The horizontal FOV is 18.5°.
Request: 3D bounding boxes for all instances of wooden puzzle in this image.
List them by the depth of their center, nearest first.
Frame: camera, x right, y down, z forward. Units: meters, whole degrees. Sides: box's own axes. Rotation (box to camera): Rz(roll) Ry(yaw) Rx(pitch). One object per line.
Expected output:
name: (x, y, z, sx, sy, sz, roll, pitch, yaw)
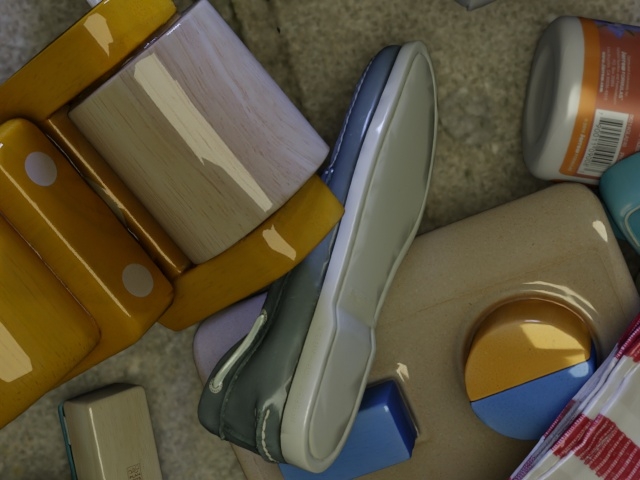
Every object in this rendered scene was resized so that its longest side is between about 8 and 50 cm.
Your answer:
wooden puzzle: (0.106, 0.171, 1.412, 0.322, 0.080, 0.348, -21, 98, 15)

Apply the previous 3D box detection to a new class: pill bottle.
pill bottle: (0.263, -0.088, 1.415, 0.216, 0.121, 0.121, 9, 97, -7)

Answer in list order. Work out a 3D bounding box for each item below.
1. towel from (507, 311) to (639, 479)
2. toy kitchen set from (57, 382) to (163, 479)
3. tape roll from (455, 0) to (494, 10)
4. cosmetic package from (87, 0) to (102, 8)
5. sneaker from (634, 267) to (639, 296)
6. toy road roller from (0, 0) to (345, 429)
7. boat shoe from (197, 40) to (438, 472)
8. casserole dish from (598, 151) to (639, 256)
towel: (0.263, 0.178, 1.350, 0.237, 0.037, 0.329, 39, 88, -16)
toy kitchen set: (-0.246, 0.186, 1.431, 0.207, 0.166, 0.122, -17, 102, -40)
tape roll: (0.128, -0.298, 1.311, 0.169, 0.246, 0.246, -22, 99, -3)
cosmetic package: (-0.078, -0.248, 1.362, 0.231, 0.117, 0.085, -33, 101, -2)
sneaker: (0.294, 0.046, 1.444, 0.252, 0.103, 0.111, -35, 101, -1)
toy road roller: (-0.171, 0.002, 1.278, 0.202, 0.329, 0.240, 50, 49, -10)
boat shoe: (0.000, 0.000, 1.363, 0.099, 0.116, 0.319, 9, 72, 25)
casserole dish: (0.283, -0.030, 1.359, 0.188, 0.037, 0.114, -22, 134, 23)
